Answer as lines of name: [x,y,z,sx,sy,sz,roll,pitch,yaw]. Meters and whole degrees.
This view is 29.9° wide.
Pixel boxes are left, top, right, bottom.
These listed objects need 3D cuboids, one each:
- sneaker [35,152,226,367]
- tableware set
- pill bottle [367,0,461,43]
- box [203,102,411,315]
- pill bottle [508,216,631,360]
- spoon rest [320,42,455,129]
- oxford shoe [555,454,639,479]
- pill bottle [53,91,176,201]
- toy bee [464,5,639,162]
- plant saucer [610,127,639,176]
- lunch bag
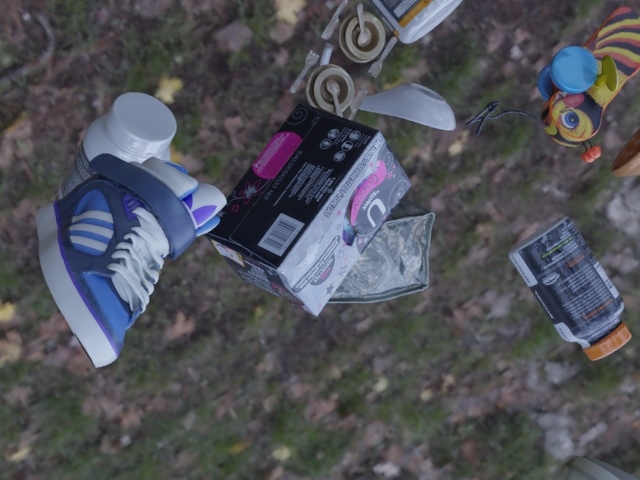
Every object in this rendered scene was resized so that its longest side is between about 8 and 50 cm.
sneaker: [-0.224,0.002,1.516,0.236,0.322,0.130,-25,126,-4]
tableware set: [0.047,-0.296,2.005,0.128,0.039,0.194,33,83,-25]
pill bottle: [0.137,-0.531,2.316,0.162,0.278,0.162,-39,177,-2]
box: [-0.015,-0.044,1.710,0.247,0.163,0.142,-54,142,-14]
pill bottle: [0.451,0.090,2.133,0.130,0.245,0.130,-33,178,-1]
spoon rest: [0.117,-0.260,2.160,0.084,0.276,0.137,-63,-174,19]
oxford shoe: [0.402,0.270,1.001,0.130,0.449,0.169,-64,-174,-5]
pill bottle: [-0.403,-0.141,2.377,0.176,0.176,0.318,-13,151,-41]
toy bee: [0.389,-0.206,1.807,0.298,0.162,0.195,-38,177,13]
plant saucer: [0.540,-0.172,1.895,0.200,0.037,0.200,-49,180,-1]
lunch bag: [0.000,0.000,1.955,0.287,0.235,0.168,-12,116,-32]
